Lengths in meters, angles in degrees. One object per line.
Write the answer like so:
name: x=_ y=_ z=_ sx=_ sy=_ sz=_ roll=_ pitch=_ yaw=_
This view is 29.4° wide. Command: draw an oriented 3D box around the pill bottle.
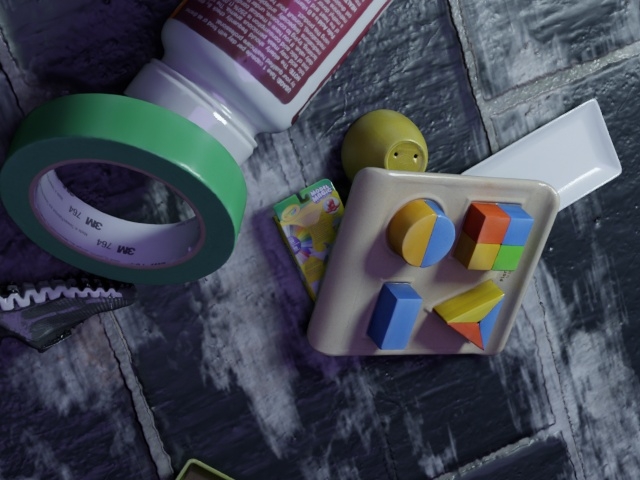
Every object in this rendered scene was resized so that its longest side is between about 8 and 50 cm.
pill bottle: x=-0.075 y=-0.291 z=1.675 sx=0.224 sy=0.224 sz=0.392 roll=41 pitch=86 yaw=-23

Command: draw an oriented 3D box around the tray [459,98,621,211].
tray: x=0.355 y=-0.109 z=1.980 sx=0.270 sy=0.030 sz=0.145 roll=-30 pitch=110 yaw=-11

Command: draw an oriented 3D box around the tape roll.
tape roll: x=-0.262 y=-0.060 z=1.625 sx=0.321 sy=0.321 sz=0.077 roll=28 pitch=51 yaw=-23

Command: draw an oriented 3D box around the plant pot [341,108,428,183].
plant pot: x=0.110 y=-0.127 z=1.850 sx=0.134 sy=0.095 sz=0.134 roll=-4 pitch=104 yaw=-19

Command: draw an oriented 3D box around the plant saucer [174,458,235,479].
plant saucer: x=-0.184 y=0.449 z=1.907 sx=0.188 sy=0.045 sz=0.188 roll=33 pitch=90 yaw=-24

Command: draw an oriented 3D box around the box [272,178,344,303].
box: x=0.000 y=0.000 z=1.870 sx=0.105 sy=0.043 sz=0.179 roll=-28 pitch=113 yaw=-11

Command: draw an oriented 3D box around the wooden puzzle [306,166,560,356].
wooden puzzle: x=0.182 y=0.053 z=1.872 sx=0.348 sy=0.080 sz=0.322 roll=5 pitch=118 yaw=-25

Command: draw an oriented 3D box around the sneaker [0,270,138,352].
sneaker: x=-0.378 y=0.106 z=1.741 sx=0.234 sy=0.078 sz=0.106 roll=-5 pitch=107 yaw=-15
